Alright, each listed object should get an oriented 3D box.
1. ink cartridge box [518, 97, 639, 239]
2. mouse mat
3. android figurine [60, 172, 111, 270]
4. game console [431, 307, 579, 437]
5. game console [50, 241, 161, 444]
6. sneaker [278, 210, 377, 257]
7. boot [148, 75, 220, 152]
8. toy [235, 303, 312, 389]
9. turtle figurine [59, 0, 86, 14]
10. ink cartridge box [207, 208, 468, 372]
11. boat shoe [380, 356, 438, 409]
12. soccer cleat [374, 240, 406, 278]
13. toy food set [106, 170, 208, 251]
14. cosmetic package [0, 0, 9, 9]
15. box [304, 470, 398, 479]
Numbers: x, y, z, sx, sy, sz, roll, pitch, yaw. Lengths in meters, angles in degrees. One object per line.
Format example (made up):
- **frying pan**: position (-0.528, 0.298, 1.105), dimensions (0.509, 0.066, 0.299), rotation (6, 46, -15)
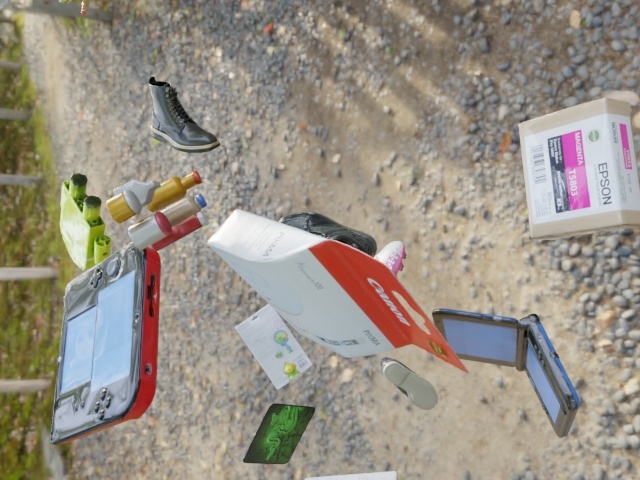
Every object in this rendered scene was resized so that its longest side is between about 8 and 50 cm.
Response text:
- **ink cartridge box**: position (0.485, -0.128, 1.343), dimensions (0.193, 0.088, 0.235), rotation (-13, 79, 51)
- **mouse mat**: position (-0.107, 0.508, 1.871), dimensions (0.007, 0.152, 0.190), rotation (40, 110, 50)
- **android figurine**: position (-0.614, -0.036, 1.855), dimensions (0.248, 0.056, 0.273), rotation (50, 140, 27)
- **game console**: position (0.345, 0.254, 1.352), dimensions (0.293, 0.173, 0.250), rotation (61, -172, -61)
- **game console**: position (-0.469, 0.216, 1.538), dimensions (0.342, 0.060, 0.387), rotation (-24, 56, 33)
- **sneaker**: position (0.000, 0.000, 1.543), dimensions (0.227, 0.130, 0.087), rotation (21, 106, 14)
- **boot**: position (-0.312, -0.279, 1.593), dimensions (0.197, 0.077, 0.137), rotation (18, 125, 28)
- **toy**: position (-0.147, 0.336, 2.271), dimensions (0.237, 0.136, 0.056), rotation (54, 173, 10)
- **turtle figurine**: position (-0.593, -0.586, 1.507), dimensions (0.087, 0.217, 0.270), rotation (119, 139, -62)
- **ink cartridge box**: position (0.023, 0.106, 1.189), dimensions (0.385, 0.308, 0.091), rotation (21, 67, 48)
- **boat shoe**: position (0.238, 0.379, 1.922), dimensions (0.075, 0.206, 0.065), rotation (-48, 23, 2)
- **soccer cleat**: position (0.127, 0.123, 2.088), dimensions (0.331, 0.143, 0.116), rotation (-59, 11, -11)
- **toy food set**: position (-0.244, -0.054, 1.138), dimensions (0.111, 0.104, 0.232), rotation (62, -176, -1)
- **cosmetic package**: position (-0.765, -0.495, 1.139), dimensions (0.329, 0.327, 0.394), rotation (-34, 66, 18)
- **box**: position (0.060, 0.491, 1.256), dimensions (0.091, 0.170, 0.130), rotation (-71, -31, -66)
